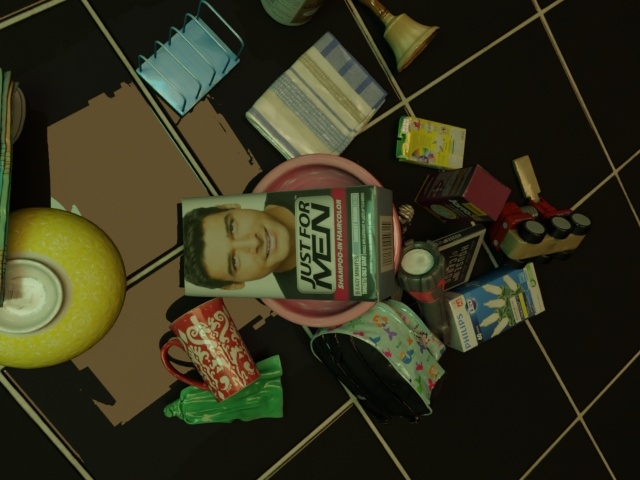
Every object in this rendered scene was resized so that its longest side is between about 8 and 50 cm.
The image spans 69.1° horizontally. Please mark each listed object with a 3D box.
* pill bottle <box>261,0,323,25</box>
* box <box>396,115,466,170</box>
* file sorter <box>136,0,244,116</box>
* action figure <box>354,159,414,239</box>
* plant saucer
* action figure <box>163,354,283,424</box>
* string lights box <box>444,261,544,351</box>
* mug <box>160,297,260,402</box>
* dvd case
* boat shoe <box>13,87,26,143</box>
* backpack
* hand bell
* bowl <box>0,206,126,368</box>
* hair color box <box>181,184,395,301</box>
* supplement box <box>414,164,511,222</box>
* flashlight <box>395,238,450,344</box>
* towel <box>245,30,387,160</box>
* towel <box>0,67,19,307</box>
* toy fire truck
[{"bbox_3d":[-0.031,-0.523,0.896,0.131,0.229,0.131,0,91,-20],"label":"pill bottle"},{"bbox_3d":[0.257,-0.228,1.105,0.179,0.043,0.105,7,88,-22],"label":"box"},{"bbox_3d":[-0.245,-0.348,0.886,0.118,0.104,0.170,44,76,-16],"label":"file sorter"},{"bbox_3d":[0.108,-0.023,1.001,0.164,0.141,0.275,-40,100,-20],"label":"action figure"},{"bbox_3d":[0.000,0.000,0.912,0.333,0.084,0.331,0,91,24],"label":"plant saucer"},{"bbox_3d":[-0.193,0.313,0.931,0.233,0.063,0.137,-6,94,-24],"label":"action figure"},{"bbox_3d":[0.415,0.157,1.146,0.260,0.077,0.133,-21,98,-19],"label":"string lights box"},{"bbox_3d":[-0.206,0.216,0.887,0.169,0.150,0.113,57,29,7],"label":"mug"},{"bbox_3d":[0.256,0.068,1.057,0.239,0.029,0.179,-19,138,-19],"label":"dvd case"},{"bbox_3d":[-0.572,-0.171,0.781,0.083,0.076,0.226,23,82,-19],"label":"boat shoe"},{"bbox_3d":[0.115,0.231,0.963,0.253,0.225,0.191,42,55,-13],"label":"backpack"},{"bbox_3d":[0.135,-0.511,1.043,0.242,0.126,0.126,44,76,-2],"label":"hand bell"},{"bbox_3d":[-0.482,0.084,0.775,0.290,0.156,0.289,0,90,-20],"label":"bowl"},{"bbox_3d":[-0.063,0.008,0.833,0.375,0.114,0.185,-1,91,24],"label":"hair color box"},{"bbox_3d":[0.314,-0.100,1.048,0.104,0.188,0.080,32,80,-18],"label":"supplement box"},{"bbox_3d":[0.218,0.118,0.983,0.103,0.304,0.103,0,57,18],"label":"flashlight"},{"bbox_3d":[-0.002,-0.291,1.014,0.209,0.034,0.285,43,75,-13],"label":"towel"},{"bbox_3d":[-0.597,-0.070,0.704,0.272,0.040,0.369,-6,79,5],"label":"towel"},{"bbox_3d":[0.517,-0.078,1.166,0.217,0.246,0.158,-9,136,-19],"label":"toy fire truck"}]
